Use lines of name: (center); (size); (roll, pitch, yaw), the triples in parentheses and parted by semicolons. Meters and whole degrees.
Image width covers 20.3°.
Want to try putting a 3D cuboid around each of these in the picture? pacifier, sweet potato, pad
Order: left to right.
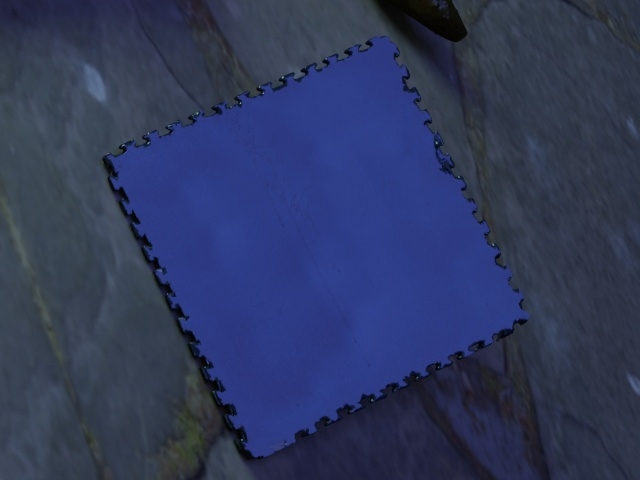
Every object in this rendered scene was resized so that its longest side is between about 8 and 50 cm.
pad: (0.000, 0.000, 1.396); (0.269, 0.012, 0.269); (-23, 84, -18)
pacifier: (0.013, 0.008, 1.438); (0.068, 0.064, 0.083); (43, 46, 9)
sweet potato: (0.042, -0.288, 1.610); (0.274, 0.067, 0.067); (53, 47, 3)
